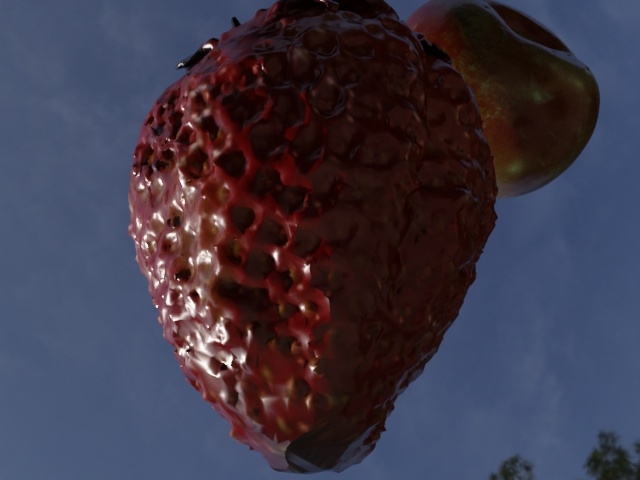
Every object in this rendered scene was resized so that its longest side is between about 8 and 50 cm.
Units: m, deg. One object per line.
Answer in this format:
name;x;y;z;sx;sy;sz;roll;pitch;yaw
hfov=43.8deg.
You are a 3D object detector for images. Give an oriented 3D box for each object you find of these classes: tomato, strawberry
tomato;0.198;-0.170;0.992;0.270;0.270;0.223;6;-55;-35
strawberry;0.000;0.000;0.515;0.250;0.238;0.288;29;-135;-27
